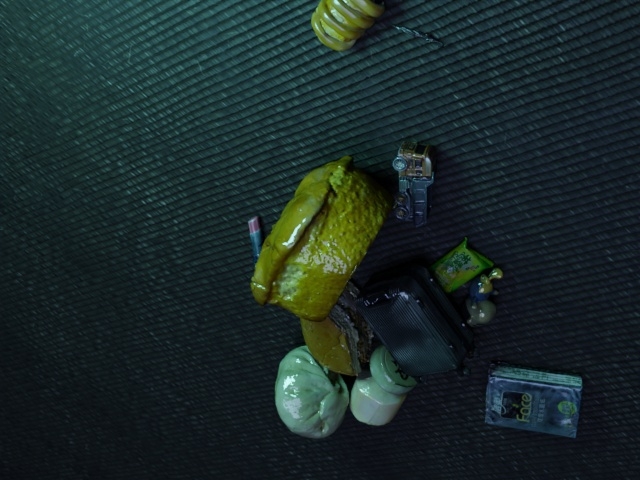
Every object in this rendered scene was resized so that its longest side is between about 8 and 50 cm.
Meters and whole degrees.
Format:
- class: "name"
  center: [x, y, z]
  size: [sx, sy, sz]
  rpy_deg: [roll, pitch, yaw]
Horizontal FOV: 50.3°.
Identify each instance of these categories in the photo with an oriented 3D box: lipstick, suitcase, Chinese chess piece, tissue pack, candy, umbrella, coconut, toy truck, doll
- class: "lipstick"
  center: [-0.160, 0.045, 1.831]
  size: [0.053, 0.053, 0.234]
  rpy_deg: [2, 117, 19]
- class: "suitcase"
  center: [0.242, 0.211, 1.718]
  size: [0.202, 0.128, 0.312]
  rpy_deg: [-22, 111, 46]
- class: "Chinese chess piece"
  center: [0.199, 0.336, 1.813]
  size: [0.144, 0.144, 0.058]
  rpy_deg: [41, 133, -6]
- class: "tissue pack"
  center: [0.552, 0.415, 1.776]
  size: [0.235, 0.073, 0.174]
  rpy_deg: [6, 119, 16]
- class: "candy"
  center: [0.328, 0.076, 1.685]
  size: [0.102, 0.032, 0.178]
  rpy_deg: [44, 124, -9]
- class: "umbrella"
  center: [0.207, -0.436, 1.445]
  size: [0.122, 0.022, 0.013]
  rpy_deg: [29, 150, 14]
- class: "coconut"
  center: [0.158, 0.416, 1.876]
  size: [0.147, 0.147, 0.153]
  rpy_deg: [23, 122, 6]
- class: "toy truck"
  center: [0.221, -0.130, 1.576]
  size: [0.092, 0.083, 0.192]
  rpy_deg: [5, 121, 17]
- class: "doll"
  center: [0.397, 0.150, 1.674]
  size: [0.089, 0.102, 0.179]
  rpy_deg: [47, 143, 30]

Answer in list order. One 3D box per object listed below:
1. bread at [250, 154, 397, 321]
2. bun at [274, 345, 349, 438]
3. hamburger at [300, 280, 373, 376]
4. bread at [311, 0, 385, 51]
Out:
- class: "bread"
  center: [0.000, 0.000, 1.558]
  size: [0.215, 0.398, 0.398]
  rpy_deg: [30, 124, 2]
- class: "bun"
  center: [-0.016, 0.414, 1.877]
  size: [0.160, 0.259, 0.259]
  rpy_deg: [-27, 107, 36]
- class: "hamburger"
  center: [0.038, 0.217, 1.804]
  size: [0.282, 0.155, 0.245]
  rpy_deg: [39, 131, 1]
- class: "bread"
  center: [0.055, -0.479, 1.435]
  size: [0.119, 0.084, 0.177]
  rpy_deg: [41, 128, -6]
